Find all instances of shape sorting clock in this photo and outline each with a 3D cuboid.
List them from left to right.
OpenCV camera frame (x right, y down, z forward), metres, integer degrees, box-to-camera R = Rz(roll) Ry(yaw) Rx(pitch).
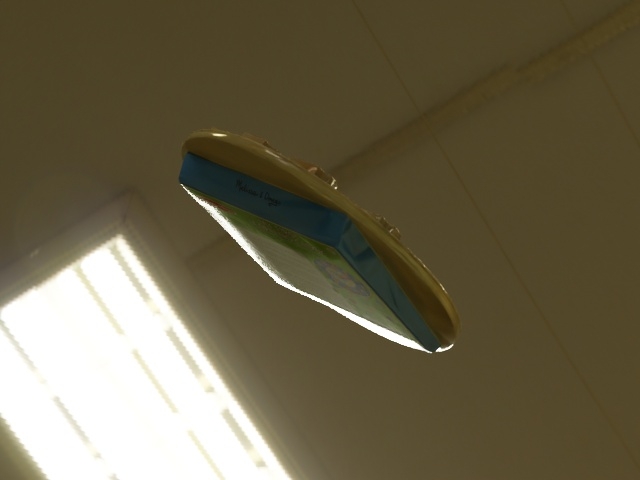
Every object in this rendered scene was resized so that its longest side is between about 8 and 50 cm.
[{"bbox_3d":[0.000,0.000,0.875,0.206,0.206,0.040,37,-103,-13],"label":"shape sorting clock"}]
